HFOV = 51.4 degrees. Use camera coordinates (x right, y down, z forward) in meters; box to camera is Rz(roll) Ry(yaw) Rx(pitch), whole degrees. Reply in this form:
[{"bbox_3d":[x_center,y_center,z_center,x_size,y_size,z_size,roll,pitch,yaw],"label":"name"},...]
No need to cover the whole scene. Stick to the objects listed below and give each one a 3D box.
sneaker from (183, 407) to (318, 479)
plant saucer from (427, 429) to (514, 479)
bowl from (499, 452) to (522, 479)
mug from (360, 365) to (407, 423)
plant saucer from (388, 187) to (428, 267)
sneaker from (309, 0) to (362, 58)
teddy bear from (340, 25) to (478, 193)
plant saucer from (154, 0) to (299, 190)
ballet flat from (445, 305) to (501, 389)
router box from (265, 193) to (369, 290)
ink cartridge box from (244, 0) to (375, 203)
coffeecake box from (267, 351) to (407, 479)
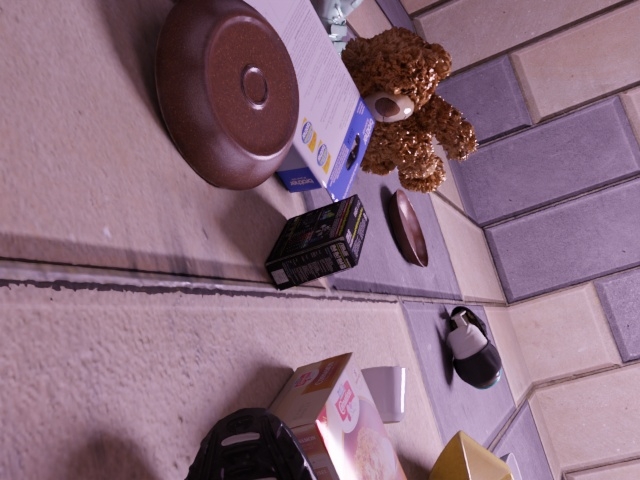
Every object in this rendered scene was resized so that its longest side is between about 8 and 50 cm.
[{"bbox_3d":[-0.023,0.246,0.448,0.108,0.100,0.271,14,61,-84],"label":"sneaker"},{"bbox_3d":[0.245,0.475,0.956,0.333,0.081,0.332,43,32,-52],"label":"plant saucer"},{"bbox_3d":[0.371,0.503,1.318,0.142,0.053,0.141,13,59,-69],"label":"bowl"},{"bbox_3d":[0.082,0.193,0.823,0.078,0.062,0.064,29,52,-54],"label":"mug"},{"bbox_3d":[0.174,-0.021,1.334,0.168,0.029,0.168,53,26,-39],"label":"plant saucer"},{"bbox_3d":[0.037,-0.361,1.105,0.094,0.151,0.255,-60,129,-68],"label":"sneaker"},{"bbox_3d":[0.115,-0.174,1.038,0.245,0.113,0.338,37,-18,3],"label":"teddy bear"},{"bbox_3d":[-0.076,-0.149,0.654,0.199,0.036,0.198,7,82,-55],"label":"plant saucer"},{"bbox_3d":[0.305,0.211,1.388,0.096,0.095,0.280,57,11,-9],"label":"ballet flat"},{"bbox_3d":[0.000,0.000,0.734,0.038,0.092,0.122,63,20,-19],"label":"router box"},{"bbox_3d":[-0.039,-0.195,0.803,0.311,0.065,0.185,52,43,-37],"label":"ink cartridge box"},{"bbox_3d":[0.021,0.219,0.611,0.185,0.068,0.142,67,20,-8],"label":"coffeecake box"}]
